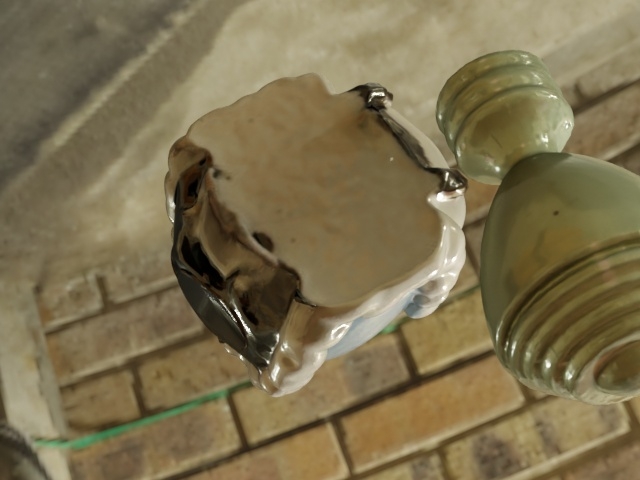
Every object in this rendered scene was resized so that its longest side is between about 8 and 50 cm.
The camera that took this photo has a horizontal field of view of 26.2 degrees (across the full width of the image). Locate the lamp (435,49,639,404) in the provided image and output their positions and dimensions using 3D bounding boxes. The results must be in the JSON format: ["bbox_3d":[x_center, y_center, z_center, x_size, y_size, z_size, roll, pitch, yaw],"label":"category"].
[{"bbox_3d":[0.111,-0.008,0.644,0.106,0.193,0.106,-13,139,-12],"label":"lamp"}]

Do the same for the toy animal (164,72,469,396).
[{"bbox_3d":[0.000,0.000,0.985,0.204,0.208,0.156,-29,148,-15],"label":"toy animal"}]
